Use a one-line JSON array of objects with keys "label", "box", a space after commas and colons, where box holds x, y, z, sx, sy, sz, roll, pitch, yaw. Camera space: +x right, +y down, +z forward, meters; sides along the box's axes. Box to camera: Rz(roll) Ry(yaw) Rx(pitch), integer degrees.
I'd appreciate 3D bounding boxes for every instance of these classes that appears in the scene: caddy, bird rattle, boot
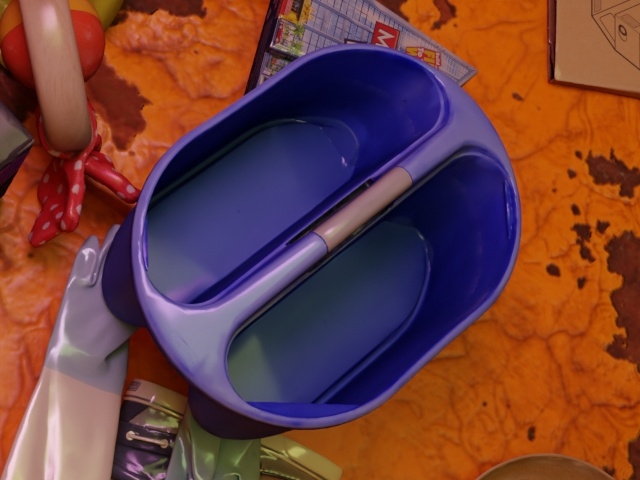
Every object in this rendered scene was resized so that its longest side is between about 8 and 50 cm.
[{"label": "caddy", "box": [0.000, 0.000, 1.080, 0.341, 0.179, 0.241, -39, 91, -30]}, {"label": "bird rattle", "box": [-0.213, -0.133, 1.105, 0.143, 0.207, 0.253, -4, 69, -4]}, {"label": "boot", "box": [-0.082, 0.186, 1.148, 0.190, 0.069, 0.086, 23, 75, -5]}]

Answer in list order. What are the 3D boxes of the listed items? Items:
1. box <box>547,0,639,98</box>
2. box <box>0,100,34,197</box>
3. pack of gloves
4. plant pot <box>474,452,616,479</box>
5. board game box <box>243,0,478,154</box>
[{"label": "box", "box": [0.319, -0.220, 1.422, 0.201, 0.021, 0.164, 7, 75, -20]}, {"label": "box", "box": [-0.362, -0.112, 1.050, 0.143, 0.165, 0.270, -42, 94, -24]}, {"label": "pack of gloves", "box": [-0.126, 0.113, 1.111, 0.195, 0.046, 0.232, 23, 65, -18]}, {"label": "plant pot", "box": [0.196, 0.306, 1.242, 0.236, 0.032, 0.236, 5, 76, -19]}, {"label": "board game box", "box": [0.035, -0.132, 1.269, 0.194, 0.060, 0.194, 19, 71, -16]}]
